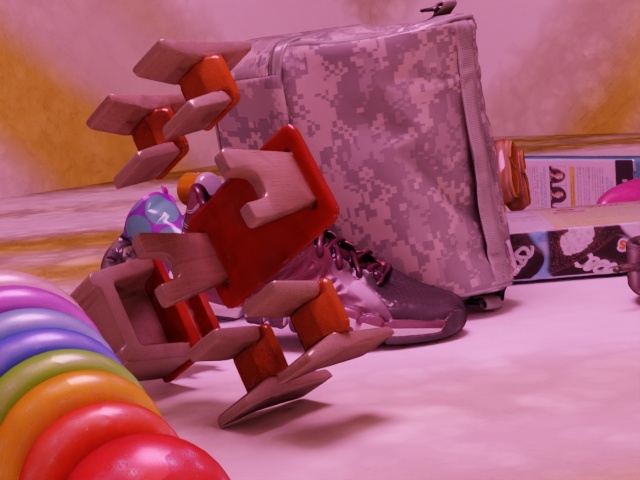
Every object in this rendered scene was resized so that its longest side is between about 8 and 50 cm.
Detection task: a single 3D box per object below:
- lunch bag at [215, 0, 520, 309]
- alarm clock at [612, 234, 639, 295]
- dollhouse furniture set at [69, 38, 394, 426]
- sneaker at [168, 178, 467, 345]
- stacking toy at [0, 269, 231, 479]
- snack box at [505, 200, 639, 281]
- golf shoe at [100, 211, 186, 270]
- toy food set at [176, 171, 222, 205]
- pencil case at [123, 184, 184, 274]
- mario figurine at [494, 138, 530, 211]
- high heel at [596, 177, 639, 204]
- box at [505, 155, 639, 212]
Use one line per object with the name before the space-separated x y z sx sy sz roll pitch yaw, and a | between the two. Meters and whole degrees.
lunch bag | 0.059 -0.075 1.285 0.256 0.305 0.212 -3 10 38
alarm clock | 0.372 0.022 1.230 0.129 0.064 0.192 1 12 37
dollhouse furniture set | -0.078 0.011 0.990 0.135 0.262 0.259 -10 -22 -46
sneaker | 0.000 0.000 1.155 0.281 0.162 0.106 7 9 5
stacking toy | -0.143 0.114 0.696 0.141 0.141 0.330 -9 14 -26
snack box | 0.308 -0.002 1.451 0.322 0.060 0.187 -5 8 2
golf shoe | -0.187 0.032 1.479 0.120 0.105 0.273 -30 -1 25
toy food set | -0.053 -0.002 1.432 0.104 0.111 0.232 3 -20 45
pencil case | -0.140 0.014 1.339 0.151 0.070 0.064 42 -4 17
mario figurine | 0.108 -0.037 1.648 0.320 0.198 0.170 -7 46 21
high heel | 0.465 -0.041 1.565 0.244 0.082 0.117 6 -8 -24
box | 0.352 -0.066 1.740 0.060 0.100 0.244 -10 10 -38
